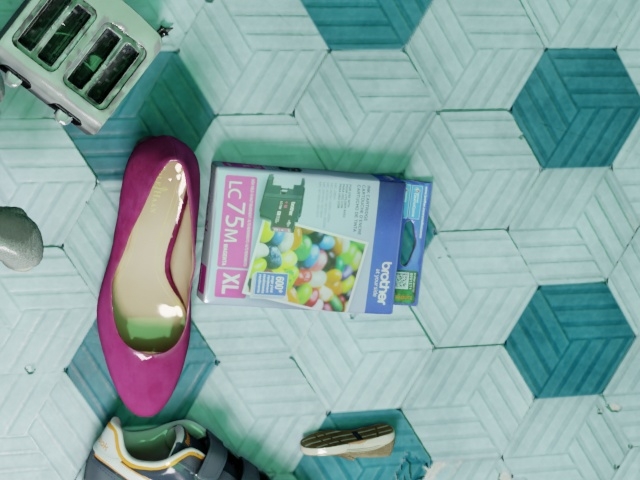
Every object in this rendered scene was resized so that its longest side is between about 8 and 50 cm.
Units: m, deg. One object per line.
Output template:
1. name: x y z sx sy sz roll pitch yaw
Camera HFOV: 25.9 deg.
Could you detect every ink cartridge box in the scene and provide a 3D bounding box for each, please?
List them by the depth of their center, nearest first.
1. ink cartridge box: 0.000 0.000 1.858 0.311 0.065 0.186 4 99 -16

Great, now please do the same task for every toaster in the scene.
1. toaster: -0.296 -0.241 1.715 0.168 0.110 0.186 38 89 -18

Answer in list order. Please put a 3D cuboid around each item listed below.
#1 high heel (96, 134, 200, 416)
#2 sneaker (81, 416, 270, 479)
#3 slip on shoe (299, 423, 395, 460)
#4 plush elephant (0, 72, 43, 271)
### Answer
1. high heel: -0.213 0.055 1.749 0.127 0.181 0.377 -3 100 -13
2. sneaker: -0.150 0.320 1.841 0.321 0.126 0.128 14 102 -14
3. slip on shoe: 0.038 0.286 1.925 0.135 0.051 0.041 -8 113 -18
4. plush elephant: -0.521 -0.034 1.629 0.330 0.255 0.272 -17 82 -35
